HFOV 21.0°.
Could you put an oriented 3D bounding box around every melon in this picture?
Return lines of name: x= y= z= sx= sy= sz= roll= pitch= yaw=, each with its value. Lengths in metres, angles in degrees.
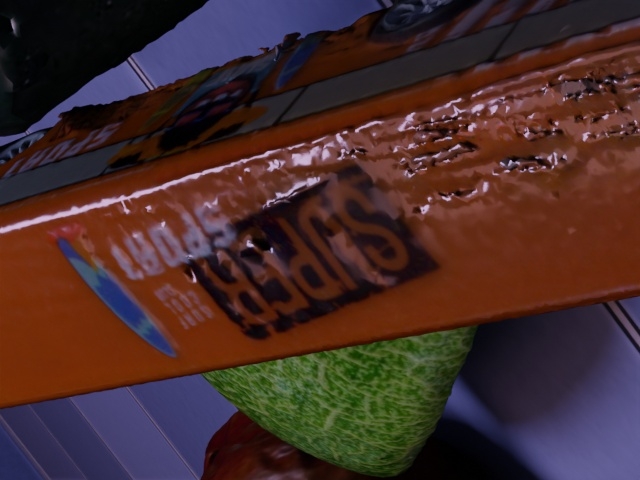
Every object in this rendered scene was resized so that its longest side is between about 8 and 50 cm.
melon: x=0.000 y=0.000 z=0.741 sx=0.196 sy=0.124 sz=0.323 roll=42 pitch=163 yaw=4

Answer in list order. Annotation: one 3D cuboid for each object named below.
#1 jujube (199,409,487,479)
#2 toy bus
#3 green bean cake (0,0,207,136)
jujube: x=0.006 y=0.171 z=0.972 sx=0.190 sy=0.190 sz=0.255 roll=60 pitch=176 yaw=-25
toy bus: x=-0.022 y=-0.013 z=0.583 sx=0.409 sy=0.092 sz=0.093 roll=-14 pitch=116 yaw=42
green bean cake: x=-0.173 y=-0.228 z=0.651 sx=0.308 sy=0.169 sz=0.300 roll=33 pitch=153 yaw=46
